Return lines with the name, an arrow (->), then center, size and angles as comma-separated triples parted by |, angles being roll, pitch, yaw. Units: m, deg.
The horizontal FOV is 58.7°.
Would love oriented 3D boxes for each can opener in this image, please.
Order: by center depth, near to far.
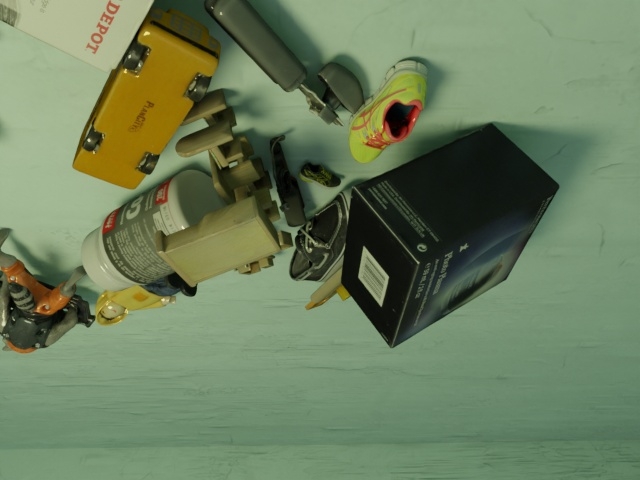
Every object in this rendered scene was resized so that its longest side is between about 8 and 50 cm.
can opener -> -0.039, -0.270, 0.833 | 0.095, 0.076, 0.283 | -46, 132, 4

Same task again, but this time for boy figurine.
boy figurine -> -0.431, 0.120, 1.334 | 0.285, 0.092, 0.177 | -22, 145, 22

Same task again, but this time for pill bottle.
pill bottle -> -0.317, -0.009, 1.093 | 0.283, 0.161, 0.161 | -23, 139, 27

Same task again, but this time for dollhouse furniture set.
dollhouse furniture set -> -0.176, -0.073, 0.932 | 0.161, 0.242, 0.212 | -21, 142, 6
dollhouse furniture set -> -0.126, -0.005, 1.197 | 0.181, 0.101, 0.161 | -19, 166, 22

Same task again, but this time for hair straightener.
hair straightener -> -0.057, -0.097, 1.040 | 0.047, 0.089, 0.230 | -9, 143, -2

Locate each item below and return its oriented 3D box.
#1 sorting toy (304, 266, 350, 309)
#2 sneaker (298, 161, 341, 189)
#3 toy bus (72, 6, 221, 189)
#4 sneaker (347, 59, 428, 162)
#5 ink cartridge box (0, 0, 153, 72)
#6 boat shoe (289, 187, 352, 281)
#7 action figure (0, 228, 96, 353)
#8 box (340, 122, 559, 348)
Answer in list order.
sorting toy -> 0.094, 0.079, 1.256 | 0.196, 0.047, 0.348 | -18, 161, -42
sneaker -> 0.002, -0.120, 1.058 | 0.083, 0.031, 0.035 | 12, 142, -18
toy bus -> -0.264, -0.205, 0.845 | 0.108, 0.130, 0.332 | 22, 139, -28
sneaker -> 0.103, -0.185, 0.917 | 0.081, 0.094, 0.208 | 10, 145, -18
ink cartridge box -> -0.326, -0.363, 0.621 | 0.307, 0.129, 0.223 | 23, 138, -30
boat shoe -> 0.000, 0.000, 1.159 | 0.102, 0.108, 0.301 | -5, 154, -20
action figure -> -0.685, 0.134, 1.263 | 0.341, 0.179, 0.330 | 17, 130, -12
box -> 0.212, -0.003, 1.005 | 0.294, 0.183, 0.296 | -27, 150, -19
